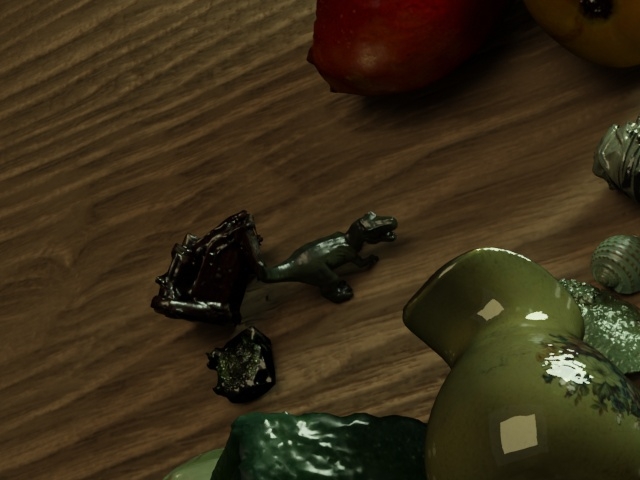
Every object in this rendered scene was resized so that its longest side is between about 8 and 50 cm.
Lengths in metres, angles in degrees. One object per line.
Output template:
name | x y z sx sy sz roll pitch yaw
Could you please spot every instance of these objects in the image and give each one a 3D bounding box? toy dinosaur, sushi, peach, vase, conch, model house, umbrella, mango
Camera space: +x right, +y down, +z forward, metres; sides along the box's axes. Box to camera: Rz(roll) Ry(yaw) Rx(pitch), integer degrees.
toy dinosaur | 0.000 0.000 1.888 0.187 0.179 0.087 -42 49 -1
sushi | -0.106 0.175 1.926 0.085 0.056 0.083 -27 58 13
peach | 0.115 -0.346 1.993 0.338 0.281 0.281 -39 48 19
vase | 0.257 0.193 1.535 0.241 0.329 0.302 -53 31 35
conch | 0.370 0.023 1.730 0.076 0.056 0.085 33 82 28
model house | -0.145 0.035 1.946 0.141 0.203 0.164 13 86 -3
umbrella | 0.473 -0.040 1.673 0.113 0.106 0.358 -37 48 -14
mango | 0.367 -0.386 1.869 0.221 0.264 0.378 -49 25 31

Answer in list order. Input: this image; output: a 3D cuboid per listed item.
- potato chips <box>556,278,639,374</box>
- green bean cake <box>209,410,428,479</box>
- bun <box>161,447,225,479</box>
potato chips | 0.284 0.128 1.714 0.228 0.059 0.167 -25 61 16
green bean cake | 0.033 0.354 1.567 0.300 0.169 0.307 7 52 -15
bun | -0.132 0.368 1.731 0.293 0.187 0.293 -14 54 21
